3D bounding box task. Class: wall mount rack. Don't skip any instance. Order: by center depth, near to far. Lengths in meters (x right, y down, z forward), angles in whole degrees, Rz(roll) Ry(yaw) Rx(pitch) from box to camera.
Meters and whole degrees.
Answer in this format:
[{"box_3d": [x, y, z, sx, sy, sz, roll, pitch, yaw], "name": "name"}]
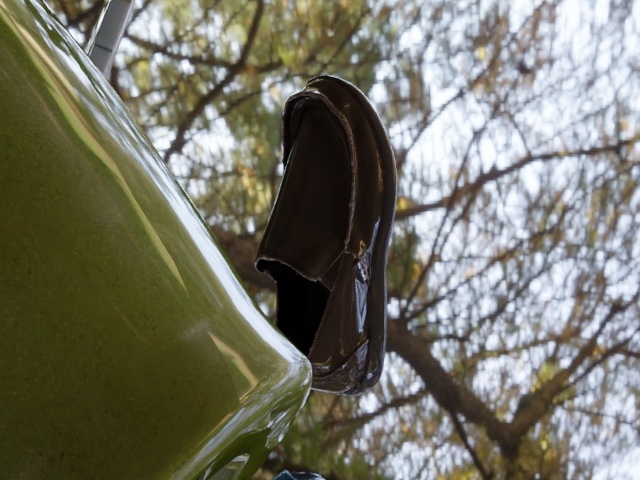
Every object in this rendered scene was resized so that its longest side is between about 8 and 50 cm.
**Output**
[{"box_3d": [-0.266, -0.176, 0.954, 0.130, 0.350, 0.304, 21, -174, -19], "name": "wall mount rack"}]

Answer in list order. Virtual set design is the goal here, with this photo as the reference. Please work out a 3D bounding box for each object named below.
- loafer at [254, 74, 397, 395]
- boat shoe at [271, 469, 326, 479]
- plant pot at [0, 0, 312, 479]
[{"box_3d": [0.000, 0.000, 1.140, 0.130, 0.366, 0.134, -6, -176, -41], "name": "loafer"}, {"box_3d": [0.048, 0.292, 0.821, 0.109, 0.089, 0.258, -35, -113, 23], "name": "boat shoe"}, {"box_3d": [-0.204, 0.036, 0.516, 0.353, 0.366, 0.366, 41, -118, 11], "name": "plant pot"}]
